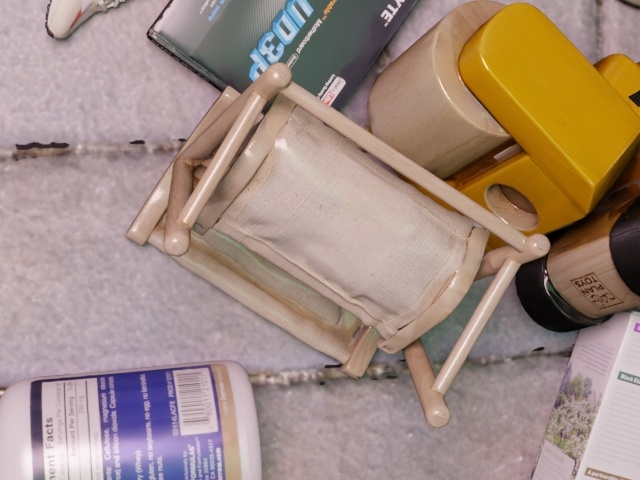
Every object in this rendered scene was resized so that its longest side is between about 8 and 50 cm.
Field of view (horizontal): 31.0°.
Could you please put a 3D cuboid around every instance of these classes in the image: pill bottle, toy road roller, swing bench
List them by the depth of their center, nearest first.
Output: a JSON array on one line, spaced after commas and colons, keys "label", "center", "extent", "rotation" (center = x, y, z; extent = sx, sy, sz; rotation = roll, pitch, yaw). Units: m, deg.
[{"label": "swing bench", "center": [0.000, 0.000, 0.939], "extent": [0.253, 0.255, 0.165], "rotation": [33, 84, -14]}, {"label": "pill bottle", "center": [-0.189, 0.186, 0.969], "extent": [0.265, 0.153, 0.153], "rotation": [-4, 97, -11]}, {"label": "toy road roller", "center": [0.230, -0.093, 1.006], "extent": [0.329, 0.202, 0.240], "rotation": [43, 64, -7]}]

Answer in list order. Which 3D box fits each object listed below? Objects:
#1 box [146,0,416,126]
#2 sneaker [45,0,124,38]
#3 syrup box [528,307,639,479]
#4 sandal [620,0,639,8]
[{"label": "box", "center": [-0.020, -0.215, 1.010], "extent": [0.175, 0.051, 0.220], "rotation": [36, 88, -14]}, {"label": "sneaker", "center": [-0.164, -0.225, 0.975], "extent": [0.075, 0.057, 0.161], "rotation": [37, 85, -8]}, {"label": "syrup box", "center": [0.278, 0.181, 1.097], "extent": [0.096, 0.093, 0.237], "rotation": [19, 92, -13]}, {"label": "sandal", "center": [0.307, -0.354, 1.025], "extent": [0.120, 0.086, 0.302], "rotation": [-3, 115, -12]}]
